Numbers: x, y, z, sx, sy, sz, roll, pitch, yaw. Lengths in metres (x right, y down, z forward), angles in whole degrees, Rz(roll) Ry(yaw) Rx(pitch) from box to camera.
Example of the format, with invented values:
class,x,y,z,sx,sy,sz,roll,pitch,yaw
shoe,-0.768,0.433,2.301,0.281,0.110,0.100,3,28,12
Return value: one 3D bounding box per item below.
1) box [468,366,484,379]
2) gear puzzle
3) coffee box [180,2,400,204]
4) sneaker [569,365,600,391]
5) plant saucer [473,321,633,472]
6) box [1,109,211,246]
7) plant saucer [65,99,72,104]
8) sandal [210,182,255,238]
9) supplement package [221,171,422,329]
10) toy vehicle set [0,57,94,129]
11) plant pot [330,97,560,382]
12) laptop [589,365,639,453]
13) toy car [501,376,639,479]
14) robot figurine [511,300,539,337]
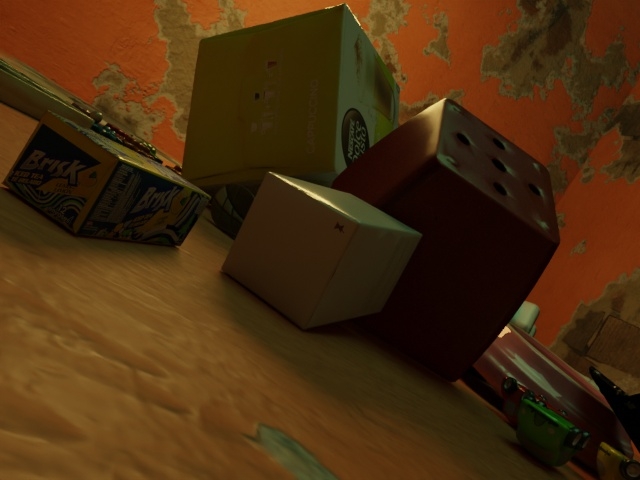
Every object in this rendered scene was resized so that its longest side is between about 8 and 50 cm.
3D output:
class,x,y,z,sx,sy,sz,roll,pitch,yaw
box,0.257,0.206,1.147,0.175,0.051,0.220,31,1,-42
gear puzzle,-0.355,-0.180,1.109,0.175,0.044,0.339,33,1,34
coffee box,-0.046,-0.228,1.165,0.338,0.337,0.334,-3,-15,25
sneaker,0.509,0.320,1.256,0.210,0.137,0.366,34,5,5
plant saucer,0.374,0.237,0.905,0.332,0.084,0.332,37,8,-7
box,-0.141,-0.036,0.399,0.059,0.054,0.169,33,0,7
plant saucer,-0.566,-0.301,1.298,0.083,0.015,0.083,33,2,-1
sandal,-0.096,-0.020,0.816,0.180,0.072,0.049,35,-14,25
supplement package,0.010,0.010,0.546,0.105,0.105,0.179,33,12,24
toy vehicle set,-0.471,-0.243,0.779,0.267,0.035,0.166,33,1,21
plant pot,0.160,-0.025,0.740,0.267,0.235,0.267,32,39,-9
laptop,0.466,0.248,0.640,0.234,0.137,0.264,61,11,8
toy car,0.268,0.222,0.612,0.239,0.053,0.225,33,1,44
robot figurine,0.430,0.200,1.570,0.354,0.200,0.299,17,-52,31
